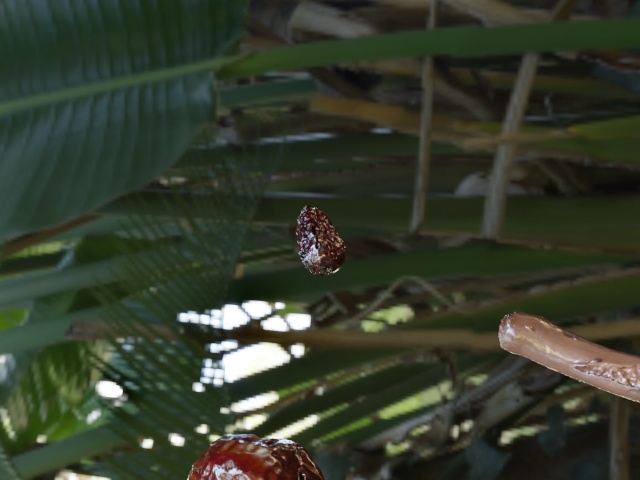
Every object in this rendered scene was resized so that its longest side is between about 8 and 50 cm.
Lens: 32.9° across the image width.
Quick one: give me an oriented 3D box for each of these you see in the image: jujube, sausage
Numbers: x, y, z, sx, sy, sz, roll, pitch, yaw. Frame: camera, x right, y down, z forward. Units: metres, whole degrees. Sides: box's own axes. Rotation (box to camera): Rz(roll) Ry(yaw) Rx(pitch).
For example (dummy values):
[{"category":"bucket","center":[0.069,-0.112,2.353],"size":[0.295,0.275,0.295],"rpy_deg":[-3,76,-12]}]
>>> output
[{"category":"jujube","center":[0.000,0.003,2.239],"size":[0.166,0.104,0.104],"rpy_deg":[-100,-4,-46]},{"category":"sausage","center":[0.393,0.172,1.524],"size":[0.078,0.304,0.078],"rpy_deg":[-48,-32,-43]},{"category":"jujube","center":[-0.095,0.391,1.620],"size":[0.232,0.213,0.212],"rpy_deg":[18,-104,-73]}]
